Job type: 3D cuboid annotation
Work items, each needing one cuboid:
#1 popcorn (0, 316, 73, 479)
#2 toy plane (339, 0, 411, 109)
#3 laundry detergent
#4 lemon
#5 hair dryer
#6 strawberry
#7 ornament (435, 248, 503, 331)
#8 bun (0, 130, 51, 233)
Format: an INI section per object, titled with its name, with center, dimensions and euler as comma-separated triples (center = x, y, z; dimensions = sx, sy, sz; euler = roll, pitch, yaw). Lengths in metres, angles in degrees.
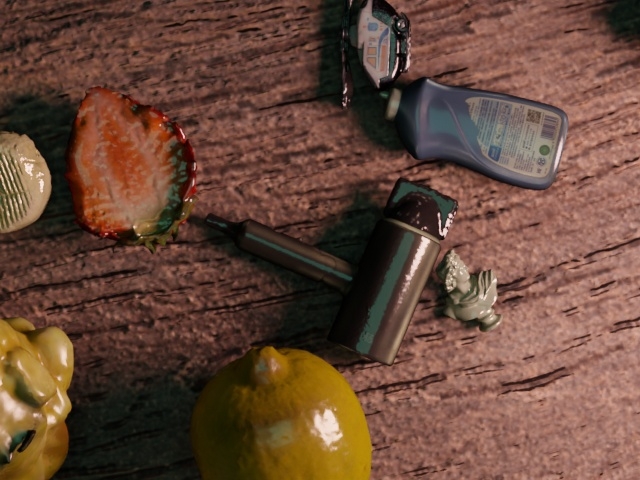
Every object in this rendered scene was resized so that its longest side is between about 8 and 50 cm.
[popcorn]
center = -0.372, 0.190, 1.811
dimensions = 0.252, 0.215, 0.286
euler = 0, 131, -34
[toy plane]
center = 0.059, -0.241, 1.923
dimensions = 0.078, 0.053, 0.197
euler = -1, 94, 5
[laundry detergent]
center = 0.160, -0.121, 1.923
dimensions = 0.206, 0.061, 0.097
euler = 16, 96, -3
[lemon]
center = -0.038, 0.219, 1.856
dimensions = 0.184, 0.184, 0.248
euler = -19, 109, -3
[hair dryer]
center = 0.000, 0.000, 1.915
dimensions = 0.248, 0.078, 0.196
euler = 22, 87, 2
[strawberry]
center = -0.208, -0.074, 1.893
dimensions = 0.146, 0.082, 0.187
euler = -24, 85, -9
[ornament]
center = 0.161, 0.056, 1.935
dimensions = 0.092, 0.041, 0.068
euler = 27, 94, -13
[bun]
center = -0.341, -0.064, 1.889
dimensions = 0.115, 0.069, 0.115
euler = 2, 109, 6
